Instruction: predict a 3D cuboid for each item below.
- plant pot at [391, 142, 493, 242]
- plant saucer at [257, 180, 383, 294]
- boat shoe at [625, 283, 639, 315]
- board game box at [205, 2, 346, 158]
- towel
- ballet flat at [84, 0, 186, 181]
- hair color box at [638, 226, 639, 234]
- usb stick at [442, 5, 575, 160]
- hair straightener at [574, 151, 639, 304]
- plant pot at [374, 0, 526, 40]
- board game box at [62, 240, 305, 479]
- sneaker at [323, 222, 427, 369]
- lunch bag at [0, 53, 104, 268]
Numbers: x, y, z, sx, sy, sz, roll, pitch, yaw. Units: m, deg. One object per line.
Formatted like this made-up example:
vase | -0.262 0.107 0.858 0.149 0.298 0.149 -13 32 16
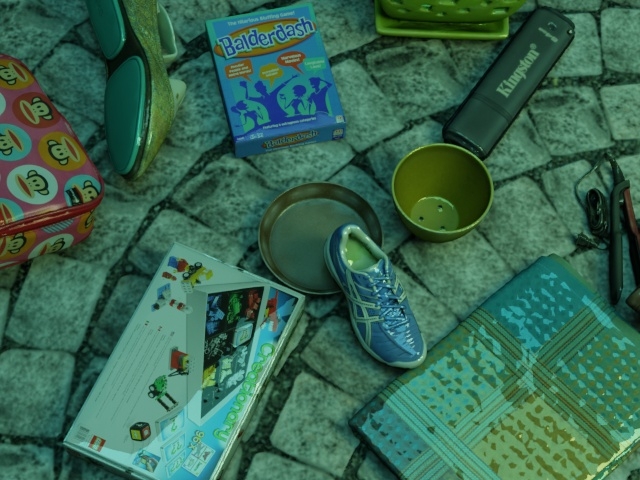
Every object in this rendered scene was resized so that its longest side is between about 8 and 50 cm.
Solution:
plant pot | 0.158 -0.049 1.817 0.134 0.095 0.134 1 63 -2
plant saucer | 0.000 0.000 1.824 0.168 0.029 0.168 1 65 -2
boat shoe | 0.468 0.017 1.752 0.073 0.073 0.207 32 68 12
board game box | -0.065 -0.229 1.922 0.160 0.047 0.210 -12 64 -8
towel | 0.257 0.211 1.730 0.370 0.040 0.271 -38 70 -17
ballet flat | -0.247 -0.240 1.894 0.123 0.123 0.348 -11 67 -8
hair color box | 0.487 0.047 1.809 0.093 0.053 0.167 -3 66 -2
usb stick | 0.270 -0.225 1.936 0.077 0.045 0.278 32 67 13
hair straightener | 0.389 -0.019 1.839 0.089 0.047 0.230 -1 64 -3
plant pot | 0.181 -0.411 1.933 0.227 0.207 0.228 2 64 -2
board game box | -0.168 0.169 1.721 0.193 0.053 0.305 23 65 9
sneaker | 0.068 0.071 1.737 0.080 0.081 0.211 -29 76 -15
lunch bag | -0.451 -0.099 1.763 0.258 0.120 0.293 -20 62 -36
